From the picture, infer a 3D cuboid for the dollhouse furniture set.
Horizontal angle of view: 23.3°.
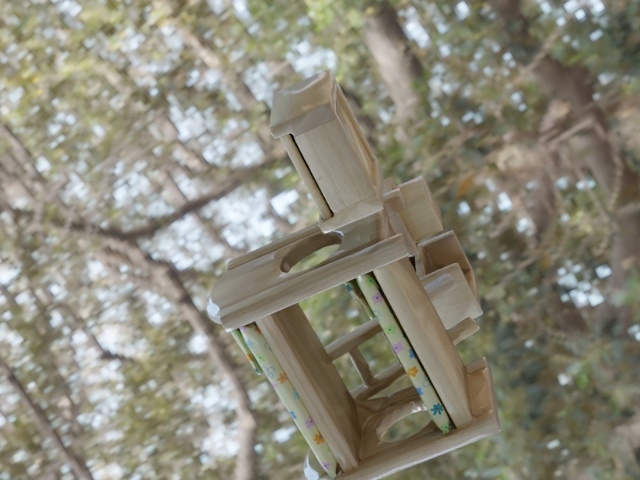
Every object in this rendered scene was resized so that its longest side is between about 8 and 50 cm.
[{"bbox_3d":[0.000,0.000,0.760,0.182,0.101,0.161,62,-167,-23],"label":"dollhouse furniture set"}]
